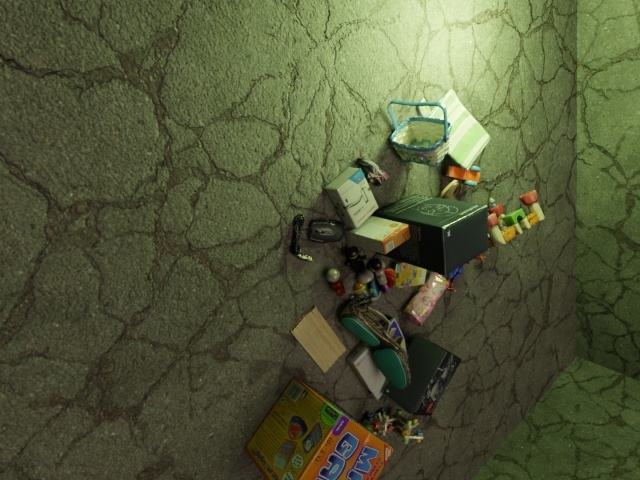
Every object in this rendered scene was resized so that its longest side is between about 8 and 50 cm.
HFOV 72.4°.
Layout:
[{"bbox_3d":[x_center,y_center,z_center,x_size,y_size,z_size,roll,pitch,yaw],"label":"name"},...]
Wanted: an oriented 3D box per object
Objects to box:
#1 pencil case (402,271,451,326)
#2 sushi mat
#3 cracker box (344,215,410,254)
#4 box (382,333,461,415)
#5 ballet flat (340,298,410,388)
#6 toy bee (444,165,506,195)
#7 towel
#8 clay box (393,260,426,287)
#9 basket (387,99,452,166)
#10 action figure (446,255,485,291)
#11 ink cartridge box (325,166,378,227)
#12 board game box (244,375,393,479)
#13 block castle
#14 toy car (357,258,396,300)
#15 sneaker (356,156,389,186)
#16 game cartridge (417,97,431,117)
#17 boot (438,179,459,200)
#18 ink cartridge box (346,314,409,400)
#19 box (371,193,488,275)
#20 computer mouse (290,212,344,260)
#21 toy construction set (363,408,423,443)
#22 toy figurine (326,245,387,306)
[{"bbox_3d":[0.535,0.295,2.207,0.284,0.124,0.124,-49,126,-18],"label":"pencil case"},{"bbox_3d":[-0.004,0.430,1.888,0.151,0.019,0.316,-45,125,-19],"label":"sushi mat"},{"bbox_3d":[0.232,-0.027,1.811,0.156,0.232,0.067,-30,120,-28],"label":"cracker box"},{"bbox_3d":[0.517,0.682,2.195,0.313,0.179,0.343,34,85,-53],"label":"box"},{"bbox_3d":[0.281,0.444,1.972,0.482,0.164,0.182,52,48,-14],"label":"ballet flat"},{"bbox_3d":[0.742,-0.313,2.207,0.299,0.162,0.195,30,91,-14],"label":"toy bee"},{"bbox_3d":[0.653,-0.519,2.073,0.325,0.038,0.247,43,74,-19],"label":"towel"},{"bbox_3d":[0.424,0.158,2.126,0.222,0.053,0.127,-1,103,-36],"label":"clay box"},{"bbox_3d":[0.424,-0.457,1.835,0.201,0.255,0.288,-49,136,-26],"label":"basket"},{"bbox_3d":[0.777,0.145,2.348,0.092,0.139,0.280,24,84,-41],"label":"action figure"},{"bbox_3d":[0.132,-0.174,1.789,0.148,0.086,0.203,-44,124,-21],"label":"ink cartridge box"},{"bbox_3d":[-0.010,0.838,1.754,0.356,0.357,0.356,45,74,-30],"label":"board game box"},{"bbox_3d":[0.895,-0.108,2.254,0.454,0.303,0.212,-25,88,-32],"label":"block castle"},{"bbox_3d":[0.264,0.186,1.954,0.182,0.136,0.159,-39,123,-24],"label":"toy car"},{"bbox_3d":[0.213,-0.282,1.838,0.178,0.072,0.077,29,94,-33],"label":"sneaker"},{"bbox_3d":[0.468,-0.596,1.985,0.056,0.017,0.083,-51,126,-11],"label":"game cartridge"},{"bbox_3d":[0.658,-0.143,2.107,0.248,0.207,0.090,-60,159,14],"label":"boot"},{"bbox_3d":[0.298,0.570,2.131,0.304,0.072,0.307,-43,126,-23],"label":"ink cartridge box"},{"bbox_3d":[0.467,-0.042,1.885,0.294,0.396,0.211,-23,115,-31],"label":"box"},{"bbox_3d":[0.000,0.000,1.750,0.262,0.060,0.183,9,95,-39],"label":"computer mouse"},{"bbox_3d":[0.338,0.916,2.154,0.328,0.215,0.151,24,86,-39],"label":"toy construction set"},{"bbox_3d":[0.154,0.146,1.810,0.213,0.210,0.148,-46,136,-21],"label":"toy figurine"}]
